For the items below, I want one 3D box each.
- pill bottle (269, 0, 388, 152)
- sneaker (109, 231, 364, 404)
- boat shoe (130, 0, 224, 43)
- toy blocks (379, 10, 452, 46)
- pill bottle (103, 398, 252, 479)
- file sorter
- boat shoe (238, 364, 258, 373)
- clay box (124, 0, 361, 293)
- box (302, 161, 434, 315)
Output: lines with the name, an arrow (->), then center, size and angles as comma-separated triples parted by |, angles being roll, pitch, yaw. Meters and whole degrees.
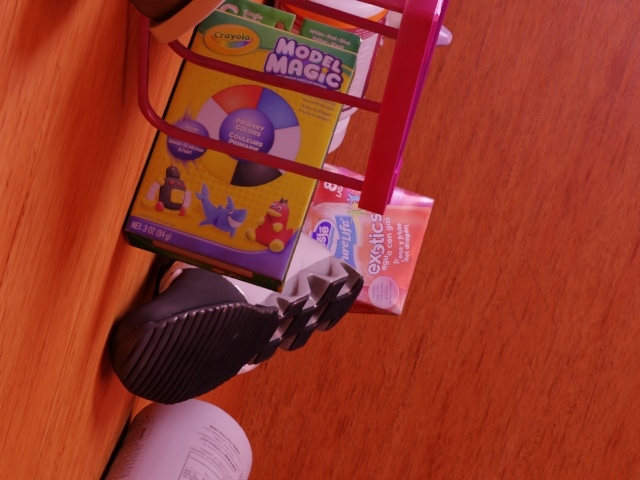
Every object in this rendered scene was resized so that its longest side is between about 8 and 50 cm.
pill bottle -> -0.002, -0.199, 1.763 | 0.221, 0.121, 0.121 | 105, 3, -47
sneaker -> -0.105, 0.045, 1.507 | 0.122, 0.146, 0.330 | -54, 162, 25
boat shoe -> -0.045, -0.234, 0.886 | 0.109, 0.091, 0.305 | -18, -140, 45
toy blocks -> 0.134, -0.389, 1.830 | 0.309, 0.260, 0.288 | 104, 5, -58
pill bottle -> -0.153, 0.267, 1.604 | 0.229, 0.131, 0.131 | -69, 176, -55
file sorter -> 0.005, -0.209, 1.100 | 0.202, 0.182, 0.290 | 102, 5, -57
boat shoe -> -0.089, 0.014, 1.711 | 0.335, 0.112, 0.095 | -79, 167, -61
clay box -> -0.055, -0.084, 1.298 | 0.053, 0.127, 0.222 | 101, 7, -76
box -> 0.000, 0.000, 1.998 | 0.300, 0.154, 0.142 | 174, -67, -74
